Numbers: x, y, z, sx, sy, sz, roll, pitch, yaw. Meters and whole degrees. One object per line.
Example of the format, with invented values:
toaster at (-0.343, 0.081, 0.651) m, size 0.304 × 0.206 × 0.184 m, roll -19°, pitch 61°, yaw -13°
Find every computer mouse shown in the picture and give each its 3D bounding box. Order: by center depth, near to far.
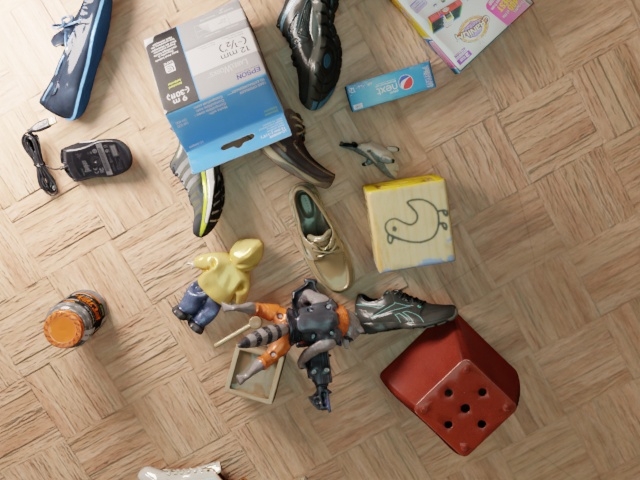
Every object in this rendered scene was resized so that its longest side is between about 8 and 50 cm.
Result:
computer mouse at (-0.597, -0.230, 1.829) m, size 0.262 × 0.060 × 0.184 m, roll -16°, pitch 113°, yaw 12°

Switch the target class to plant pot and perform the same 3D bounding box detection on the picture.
plant pot at (0.340, 0.374, 1.850) m, size 0.267 × 0.236 × 0.267 m, roll 44°, pitch 96°, yaw -7°

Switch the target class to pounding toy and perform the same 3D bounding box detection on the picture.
pounding toy at (-0.181, 0.292, 1.911) m, size 0.181 × 0.094 × 0.206 m, roll 15°, pitch 90°, yaw 2°

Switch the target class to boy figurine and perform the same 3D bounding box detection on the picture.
boy figurine at (-0.254, 0.096, 1.874) m, size 0.177 × 0.092 × 0.285 m, roll 39°, pitch 96°, yaw -6°

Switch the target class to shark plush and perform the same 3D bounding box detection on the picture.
shark plush at (0.123, -0.205, 1.848) m, size 0.161 × 0.073 × 0.067 m, roll 15°, pitch 129°, yaw -7°

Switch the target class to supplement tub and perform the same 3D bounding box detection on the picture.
supplement tub at (-0.606, 0.195, 1.837) m, size 0.117 × 0.190 × 0.117 m, roll 0°, pitch 100°, yaw -1°

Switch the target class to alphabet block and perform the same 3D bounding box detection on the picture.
alphabet block at (0.211, -0.046, 1.802) m, size 0.193 × 0.193 × 0.197 m, roll -10°, pitch 99°, yaw 0°

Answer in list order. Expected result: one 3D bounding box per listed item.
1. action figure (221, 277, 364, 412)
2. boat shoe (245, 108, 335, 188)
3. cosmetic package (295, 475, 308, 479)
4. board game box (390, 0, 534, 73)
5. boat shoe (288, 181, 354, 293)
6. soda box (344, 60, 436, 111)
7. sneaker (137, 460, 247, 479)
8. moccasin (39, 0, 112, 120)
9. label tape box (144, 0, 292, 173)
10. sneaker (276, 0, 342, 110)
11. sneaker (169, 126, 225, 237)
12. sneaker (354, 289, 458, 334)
action figure at (-0.046, 0.257, 1.799) m, size 0.330 × 0.178 × 0.341 m, roll -12°, pitch 78°, yaw -17°
boat shoe at (-0.099, -0.261, 1.796) m, size 0.355 × 0.132 × 0.130 m, roll 37°, pitch 96°, yaw -6°
cosmetic package at (-0.139, 0.778, 1.975) m, size 0.310 × 0.113 × 0.160 m, roll -27°, pitch 98°, yaw 5°
board game box at (0.312, -0.597, 1.777) m, size 0.242 × 0.064 × 0.316 m, roll -42°, pitch 97°, yaw 6°
boat shoe at (0.000, 0.000, 1.855) m, size 0.109 × 0.098 × 0.302 m, roll -21°, pitch 99°, yaw 3°
soda box at (0.169, -0.373, 1.809) m, size 0.210 × 0.071 × 0.067 m, roll -16°, pitch 100°, yaw 2°
sneaker at (-0.331, 0.628, 1.968) m, size 0.290 × 0.106 × 0.123 m, roll 20°, pitch 81°, yaw -6°
moccasin at (-0.586, -0.457, 1.758) m, size 0.117 × 0.138 × 0.341 m, roll 19°, pitch 98°, yaw -5°
label tape box at (-0.239, -0.354, 1.705) m, size 0.249 × 0.115 × 0.347 m, roll -22°, pitch 62°, yaw 3°
sneaker at (-0.029, -0.486, 1.785) m, size 0.140 × 0.125 × 0.340 m, roll 9°, pitch 103°, yaw 26°
sneaker at (-0.307, -0.157, 1.836) m, size 0.121 × 0.111 × 0.299 m, roll 1°, pitch 94°, yaw 10°
sneaker at (0.209, 0.174, 1.868) m, size 0.267 × 0.101 × 0.106 m, roll -7°, pitch 86°, yaw 16°
